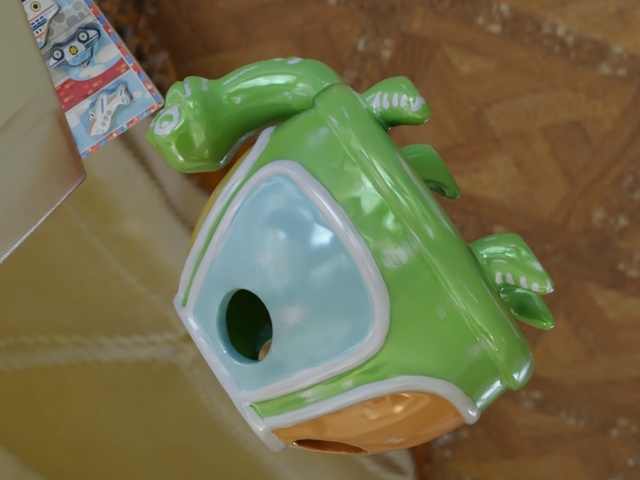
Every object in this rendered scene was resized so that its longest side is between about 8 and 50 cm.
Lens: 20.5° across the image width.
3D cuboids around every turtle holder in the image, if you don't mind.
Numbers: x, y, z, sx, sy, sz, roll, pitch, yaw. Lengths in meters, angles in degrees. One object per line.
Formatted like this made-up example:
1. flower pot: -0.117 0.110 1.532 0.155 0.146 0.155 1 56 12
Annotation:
1. turtle holder: 0.004 0.006 1.268 0.227 0.243 0.320 -35 96 1

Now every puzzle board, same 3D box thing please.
1. puzzle board: -0.162 -0.078 0.948 0.128 0.011 0.096 -33 105 12

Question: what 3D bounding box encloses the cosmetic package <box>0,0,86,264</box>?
1. cosmetic package: -0.236 0.012 0.576 0.153 0.296 0.129 28 152 29
